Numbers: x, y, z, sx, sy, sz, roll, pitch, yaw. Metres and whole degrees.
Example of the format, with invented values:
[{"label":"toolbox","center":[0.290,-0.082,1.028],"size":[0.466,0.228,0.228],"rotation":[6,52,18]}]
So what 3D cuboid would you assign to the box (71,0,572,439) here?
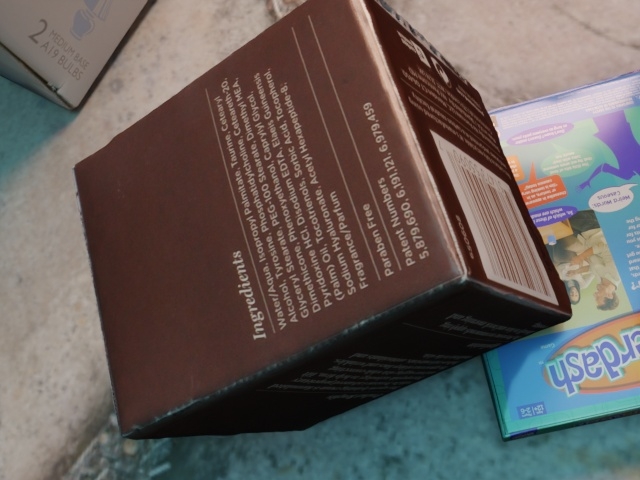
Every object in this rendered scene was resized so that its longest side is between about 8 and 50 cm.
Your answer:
[{"label":"box","center":[0.000,0.000,0.430],"size":[0.203,0.168,0.167],"rotation":[-28,66,25]}]

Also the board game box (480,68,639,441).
[{"label":"board game box","center":[0.167,0.007,0.482],"size":[0.160,0.047,0.210],"rotation":[-14,69,8]}]

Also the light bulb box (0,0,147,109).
[{"label":"light bulb box","center":[-0.339,-0.322,0.547],"size":[0.361,0.358,0.225],"rotation":[27,82,21]}]
